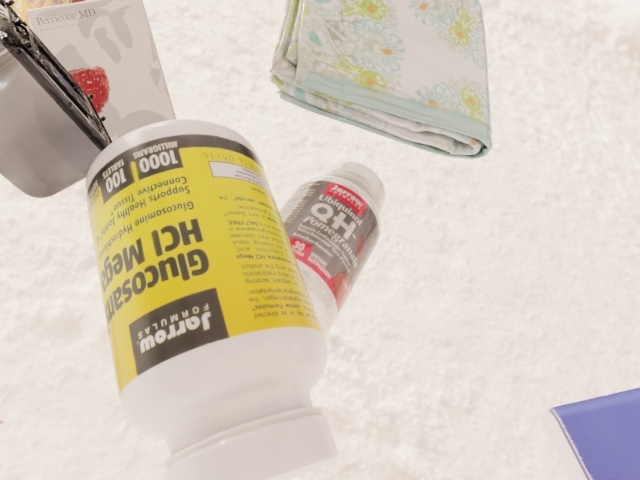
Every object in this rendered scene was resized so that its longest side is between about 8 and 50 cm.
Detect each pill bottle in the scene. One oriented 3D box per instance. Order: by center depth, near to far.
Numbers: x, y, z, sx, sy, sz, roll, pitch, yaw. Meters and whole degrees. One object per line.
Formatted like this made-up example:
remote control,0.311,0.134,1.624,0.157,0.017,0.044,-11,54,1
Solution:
pill bottle,-0.105,0.064,0.490,0.188,0.188,0.333,-5,60,-32
pill bottle,0.000,0.000,0.874,0.176,0.176,0.318,36,48,-4

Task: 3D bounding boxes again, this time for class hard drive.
hard drive,0.457,0.270,0.598,0.319,0.040,0.210,-8,53,-11

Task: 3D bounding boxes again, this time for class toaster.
toaster,-0.324,-0.157,0.543,0.110,0.185,0.168,-36,52,-6

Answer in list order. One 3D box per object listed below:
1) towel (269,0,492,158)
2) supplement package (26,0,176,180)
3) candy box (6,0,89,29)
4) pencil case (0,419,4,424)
towel,0.114,-0.320,0.811,0.375,0.090,0.320,14,69,-21
supplement package,-0.361,-0.255,0.902,0.178,0.175,0.292,-17,109,-14
candy box,-0.588,-0.496,1.052,0.316,0.182,0.088,40,23,18
pencil case,-0.538,0.191,0.732,0.098,0.095,0.209,-23,79,-12
